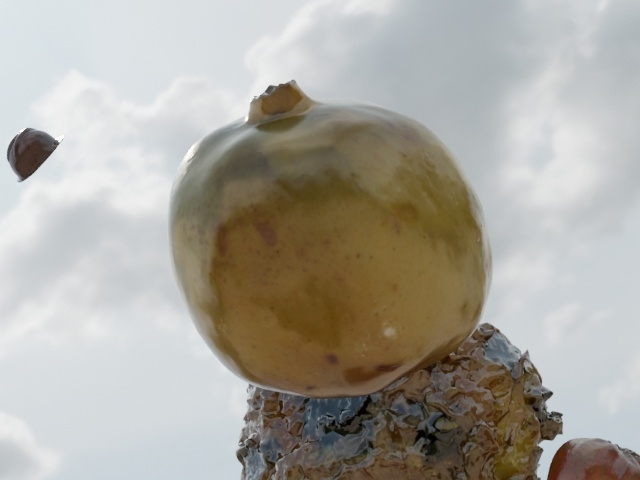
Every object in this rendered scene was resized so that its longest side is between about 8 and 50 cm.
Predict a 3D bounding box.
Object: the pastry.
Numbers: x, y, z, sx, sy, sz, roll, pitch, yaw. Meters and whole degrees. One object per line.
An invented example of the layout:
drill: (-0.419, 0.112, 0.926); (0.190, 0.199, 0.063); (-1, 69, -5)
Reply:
pastry: (0.072, 0.249, 1.287); (0.292, 0.405, 0.337); (61, -136, -39)

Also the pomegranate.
pomegranate: (0.001, 0.007, 0.732); (0.233, 0.233, 0.233); (-23, -31, -15)

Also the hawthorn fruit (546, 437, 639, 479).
hawthorn fruit: (0.298, 0.270, 1.104); (0.128, 0.128, 0.128); (-23, -31, -15)

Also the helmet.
helmet: (-0.478, -0.153, 1.712); (0.089, 0.111, 0.057); (-20, -58, 46)
